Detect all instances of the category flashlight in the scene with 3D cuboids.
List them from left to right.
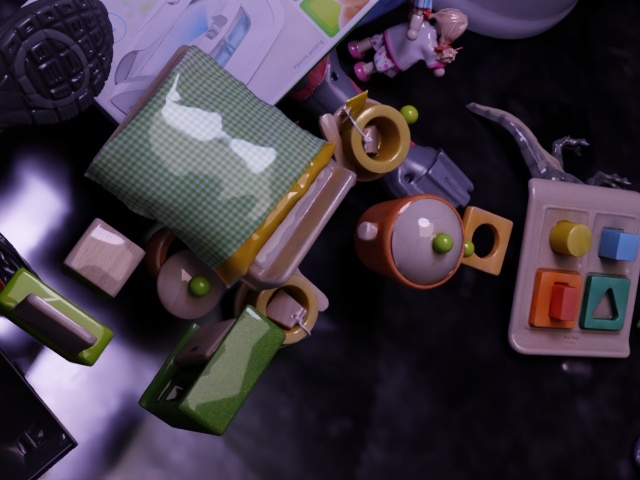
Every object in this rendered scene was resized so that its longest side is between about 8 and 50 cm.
[{"bbox_3d":[0.039,-0.142,1.328,0.304,0.103,0.103,44,83,-11],"label":"flashlight"}]

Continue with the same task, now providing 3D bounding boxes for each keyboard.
[{"bbox_3d":[-0.321,0.065,1.038,0.201,0.033,0.317,-39,92,-10],"label":"keyboard"}]

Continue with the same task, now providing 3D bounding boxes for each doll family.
[{"bbox_3d":[0.076,-0.308,1.353,0.118,0.163,0.263,14,58,-63],"label":"doll family"}]

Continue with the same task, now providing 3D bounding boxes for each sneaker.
[{"bbox_3d":[-0.298,-0.132,1.028,0.286,0.130,0.109,-40,136,-33],"label":"sneaker"}]

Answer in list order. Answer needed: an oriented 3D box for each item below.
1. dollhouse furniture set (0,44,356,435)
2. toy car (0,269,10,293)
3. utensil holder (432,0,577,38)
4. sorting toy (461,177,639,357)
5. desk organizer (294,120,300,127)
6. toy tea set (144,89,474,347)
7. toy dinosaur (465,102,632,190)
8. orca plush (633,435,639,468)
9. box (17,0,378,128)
[{"bbox_3d":[-0.099,-0.017,1.015,0.197,0.151,0.301,37,71,-12],"label":"dollhouse furniture set"},{"bbox_3d":[-0.300,0.004,1.115,0.041,0.060,0.122,-20,54,9],"label":"toy car"},{"bbox_3d":[0.288,-0.471,1.430,0.328,0.385,0.327,12,63,-26],"label":"utensil holder"},{"bbox_3d":[0.300,0.035,1.380,0.348,0.047,0.196,5,91,-31],"label":"sorting toy"},{"bbox_3d":[-0.058,-0.064,1.264,0.050,0.047,0.130,51,55,-4],"label":"desk organizer"},{"bbox_3d":[0.000,0.000,1.178,0.336,0.124,0.200,-32,107,-23],"label":"toy tea set"},{"bbox_3d":[0.290,-0.072,1.458,0.118,0.064,0.268,-25,79,-28],"label":"toy dinosaur"},{"bbox_3d":[0.440,0.261,1.402,0.151,0.102,0.287,8,43,24],"label":"orca plush"},{"bbox_3d":[-0.119,-0.216,1.186,0.262,0.127,0.231,-45,96,-4],"label":"box"}]
